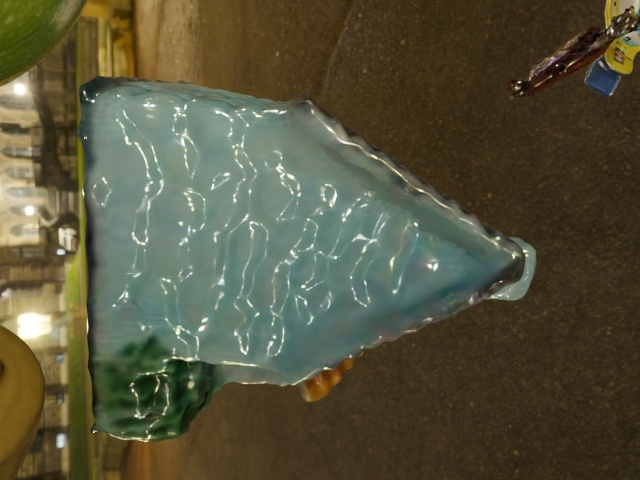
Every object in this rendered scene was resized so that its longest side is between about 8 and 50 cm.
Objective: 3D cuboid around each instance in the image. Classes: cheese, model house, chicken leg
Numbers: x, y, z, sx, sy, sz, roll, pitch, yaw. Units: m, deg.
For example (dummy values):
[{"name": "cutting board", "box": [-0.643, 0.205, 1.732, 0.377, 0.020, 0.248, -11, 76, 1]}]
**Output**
[{"name": "cheese", "box": [0.563, -0.387, 1.021, 0.250, 0.157, 0.064, -67, 23, 10]}, {"name": "model house", "box": [0.000, 0.000, 0.553, 0.360, 0.339, 0.297, -94, 7, -77]}, {"name": "chicken leg", "box": [0.392, -0.287, 0.864, 0.051, 0.106, 0.253, 58, 159, -2]}]

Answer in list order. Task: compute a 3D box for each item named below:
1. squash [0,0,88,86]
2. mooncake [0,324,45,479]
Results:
[{"name": "squash", "box": [-0.362, -0.268, 0.529, 0.310, 0.310, 0.308, 153, 129, -63]}, {"name": "mooncake", "box": [-0.342, 0.146, 0.414, 0.117, 0.235, 0.235, -59, 40, 39]}]
